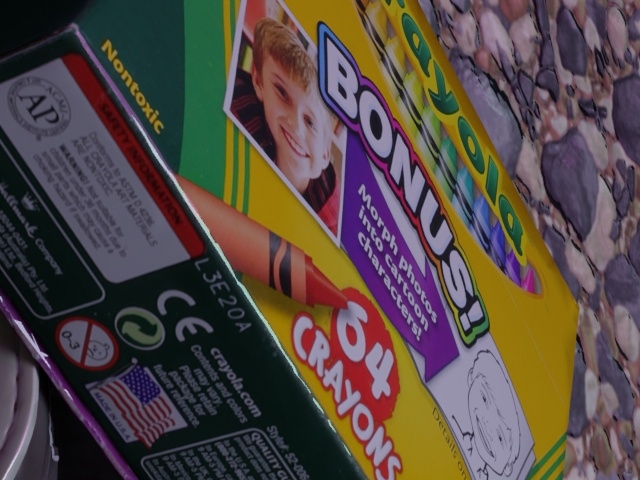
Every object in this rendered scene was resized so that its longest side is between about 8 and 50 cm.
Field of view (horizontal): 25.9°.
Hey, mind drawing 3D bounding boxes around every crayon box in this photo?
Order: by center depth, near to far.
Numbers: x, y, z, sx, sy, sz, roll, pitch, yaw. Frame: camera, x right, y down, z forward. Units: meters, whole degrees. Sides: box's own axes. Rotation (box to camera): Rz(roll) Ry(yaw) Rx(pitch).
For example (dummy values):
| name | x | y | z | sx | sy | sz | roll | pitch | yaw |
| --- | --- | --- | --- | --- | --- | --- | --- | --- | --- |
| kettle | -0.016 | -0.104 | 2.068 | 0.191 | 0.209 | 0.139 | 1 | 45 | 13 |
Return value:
| name | x | y | z | sx | sy | sz | roll | pitch | yaw |
| --- | --- | --- | --- | --- | --- | --- | --- | --- | --- |
| crayon box | 0.000 | 0.000 | 0.656 | 0.363 | 0.106 | 0.313 | 59 | 28 | -24 |

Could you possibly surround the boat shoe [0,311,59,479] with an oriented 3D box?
| name | x | y | z | sx | sy | sz | roll | pitch | yaw |
| --- | --- | --- | --- | --- | --- | --- | --- | --- | --- |
| boat shoe | -0.141 | 0.119 | 0.535 | 0.069 | 0.081 | 0.228 | 57 | 32 | -59 |
